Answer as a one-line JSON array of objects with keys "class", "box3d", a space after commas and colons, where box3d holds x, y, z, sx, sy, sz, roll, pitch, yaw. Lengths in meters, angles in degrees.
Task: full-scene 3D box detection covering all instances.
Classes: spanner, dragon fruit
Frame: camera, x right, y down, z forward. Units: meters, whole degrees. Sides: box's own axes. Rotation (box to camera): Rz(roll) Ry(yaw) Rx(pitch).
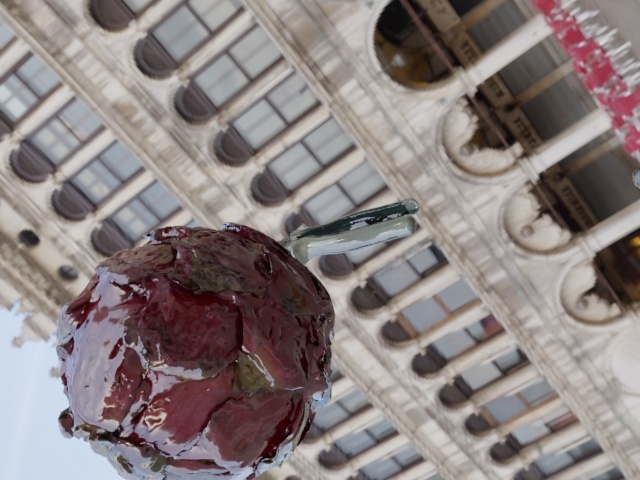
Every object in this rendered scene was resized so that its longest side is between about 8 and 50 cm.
[{"class": "spanner", "box3d": [0.000, 0.000, 1.214, 0.096, 0.324, 0.040, -67, -43, -59]}, {"class": "dragon fruit", "box3d": [-0.133, 0.131, 0.882, 0.329, 0.329, 0.329, 47, -159, -25]}]

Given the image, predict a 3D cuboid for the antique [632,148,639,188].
[{"class": "antique", "box3d": [0.392, -0.131, 0.677, 0.150, 0.284, 0.125, 34, 173, -21]}]
